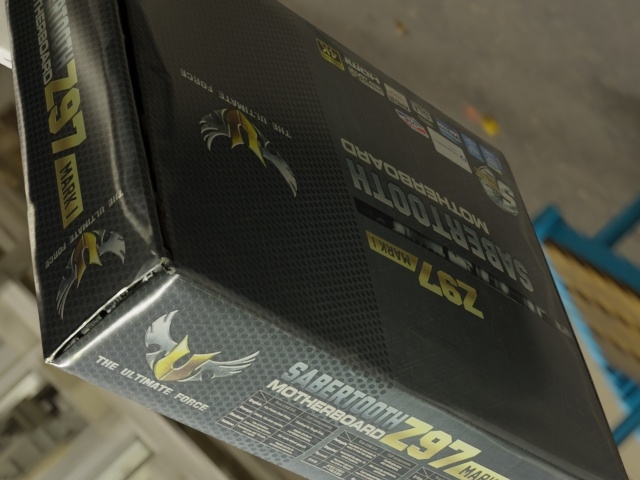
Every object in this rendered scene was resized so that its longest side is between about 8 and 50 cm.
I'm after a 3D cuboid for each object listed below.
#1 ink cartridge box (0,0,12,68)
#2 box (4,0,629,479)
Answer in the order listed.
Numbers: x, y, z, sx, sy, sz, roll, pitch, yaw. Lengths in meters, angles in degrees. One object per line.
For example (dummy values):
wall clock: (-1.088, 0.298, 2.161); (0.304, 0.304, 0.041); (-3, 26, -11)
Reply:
ink cartridge box: (-0.157, -0.137, 1.166); (0.190, 0.082, 0.139); (28, 177, -2)
box: (0.000, 0.000, 0.625); (0.232, 0.059, 0.183); (29, -147, -37)
